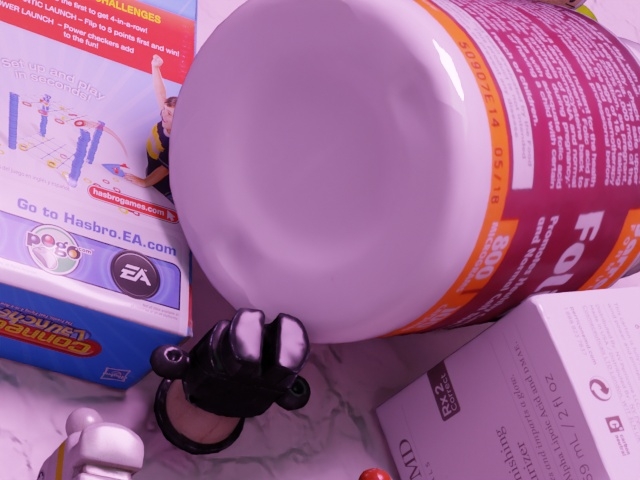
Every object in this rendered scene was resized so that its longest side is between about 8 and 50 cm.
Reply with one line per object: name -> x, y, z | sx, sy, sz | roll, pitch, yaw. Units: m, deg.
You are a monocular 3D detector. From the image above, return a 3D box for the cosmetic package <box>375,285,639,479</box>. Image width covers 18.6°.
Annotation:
cosmetic package -> 0.165, 0.136, 1.308 | 0.151, 0.184, 0.151 | -3, 64, -39

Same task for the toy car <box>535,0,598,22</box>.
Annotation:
toy car -> 0.186, -0.200, 1.543 | 0.149, 0.188, 0.155 | 45, 45, -3

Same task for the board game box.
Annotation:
board game box -> -0.231, -0.089, 1.232 | 0.308, 0.086, 0.302 | 19, 52, -26

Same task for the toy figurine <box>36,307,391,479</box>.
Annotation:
toy figurine -> -0.060, 0.169, 1.144 | 0.209, 0.148, 0.213 | -37, 86, -34

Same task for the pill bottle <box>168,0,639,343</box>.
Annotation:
pill bottle -> 0.099, -0.054, 1.314 | 0.392, 0.224, 0.224 | -4, 63, -56
